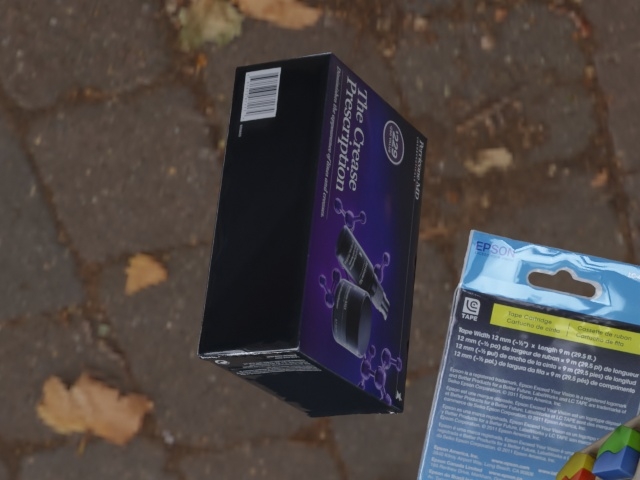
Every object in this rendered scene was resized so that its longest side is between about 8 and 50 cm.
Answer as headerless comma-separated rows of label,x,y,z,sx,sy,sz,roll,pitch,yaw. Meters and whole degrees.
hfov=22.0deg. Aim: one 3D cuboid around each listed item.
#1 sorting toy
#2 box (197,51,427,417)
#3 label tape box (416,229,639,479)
sorting toy,0.249,0.250,1.530,0.038,0.193,0.208,28,145,-5
box,0.000,0.000,1.400,0.103,0.261,0.184,-5,157,28
label tape box,0.272,0.170,2.050,0.249,0.115,0.347,12,101,5
